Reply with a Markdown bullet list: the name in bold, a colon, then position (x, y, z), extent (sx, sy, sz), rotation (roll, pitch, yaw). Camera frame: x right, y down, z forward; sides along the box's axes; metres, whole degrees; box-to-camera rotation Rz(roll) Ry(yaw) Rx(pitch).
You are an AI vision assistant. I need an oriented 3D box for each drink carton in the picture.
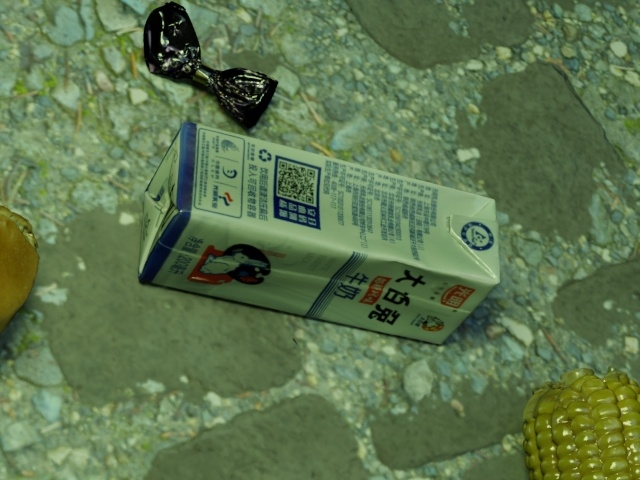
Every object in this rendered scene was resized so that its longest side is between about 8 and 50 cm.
- **drink carton**: position (0.000, 0.000, 1.532), extent (0.315, 0.130, 0.107), rotation (14, 56, -18)

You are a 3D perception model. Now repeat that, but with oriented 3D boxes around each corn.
- **corn**: position (0.282, 0.289, 1.471), extent (0.144, 0.144, 0.387), rotation (0, 59, -25)

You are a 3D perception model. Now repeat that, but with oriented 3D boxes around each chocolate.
- **chocolate**: position (-0.114, -0.170, 1.642), extent (0.147, 0.070, 0.072), rotation (34, 61, 12)

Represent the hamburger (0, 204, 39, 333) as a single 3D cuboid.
- **hamburger**: position (-0.353, 0.044, 1.328), extent (0.283, 0.144, 0.157), rotation (-4, 62, -30)
